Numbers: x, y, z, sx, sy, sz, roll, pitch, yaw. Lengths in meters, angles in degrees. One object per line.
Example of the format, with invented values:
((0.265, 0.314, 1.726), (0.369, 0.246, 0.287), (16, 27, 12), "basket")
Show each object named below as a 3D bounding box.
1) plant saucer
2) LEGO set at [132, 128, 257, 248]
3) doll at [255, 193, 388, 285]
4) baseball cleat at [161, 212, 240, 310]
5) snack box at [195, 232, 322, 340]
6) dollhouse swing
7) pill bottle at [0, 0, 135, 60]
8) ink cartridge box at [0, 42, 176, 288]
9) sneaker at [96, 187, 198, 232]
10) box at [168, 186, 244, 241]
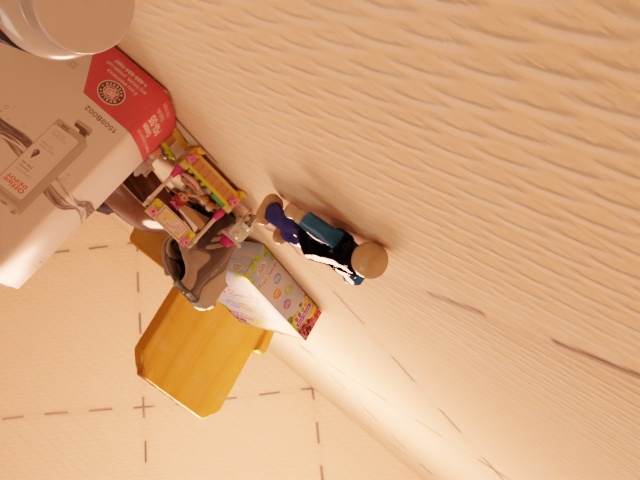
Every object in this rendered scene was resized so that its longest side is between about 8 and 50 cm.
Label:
((-0.317, -0.122, 1.029), (0.311, 0.050, 0.310), (52, 180, 0), "plant saucer")
((-0.215, -0.086, 0.932), (0.287, 0.107, 0.132), (41, 167, -3), "LEGO set")
((0.000, 0.000, 0.747), (0.189, 0.046, 0.129), (26, 161, 48), "doll")
((-0.170, 0.004, 1.011), (0.109, 0.072, 0.206), (49, -157, -32), "baseball cleat")
((-0.122, 0.081, 1.219), (0.174, 0.070, 0.207), (8, 147, 40), "snack box")
((-0.308, 0.159, 1.551), (0.315, 0.305, 0.347), (29, 163, 40), "dollhouse swing")
((-0.234, -0.211, 0.589), (0.180, 0.108, 0.108), (26, 161, 45), "pill bottle")
((-0.339, -0.115, 0.799), (0.207, 0.283, 0.117), (40, 167, 1), "ink cartridge box")
((-0.385, -0.095, 1.341), (0.321, 0.127, 0.126), (44, 165, -20), "sneaker")
((-0.177, -0.006, 1.270), (0.164, 0.021, 0.201), (26, 160, 45), "box")
